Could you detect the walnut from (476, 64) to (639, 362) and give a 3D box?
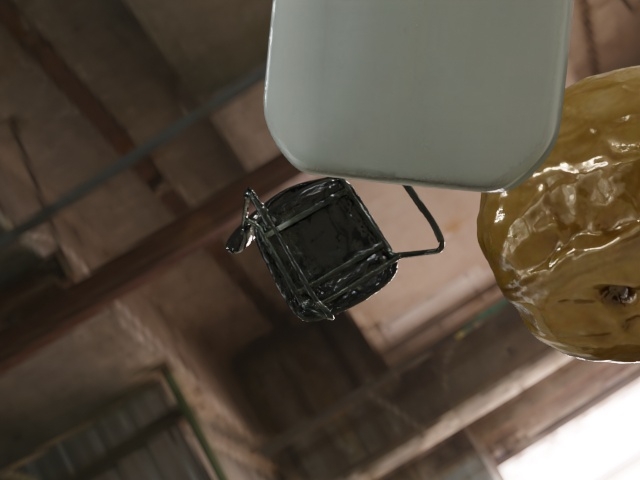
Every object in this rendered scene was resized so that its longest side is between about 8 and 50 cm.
[{"bbox_3d":[0.215,-0.019,1.026,0.222,0.195,0.195,-20,-13,39],"label":"walnut"}]

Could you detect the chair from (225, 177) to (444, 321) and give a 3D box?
[{"bbox_3d":[0.000,0.000,1.501,0.140,0.145,0.221,-30,-3,-18],"label":"chair"}]

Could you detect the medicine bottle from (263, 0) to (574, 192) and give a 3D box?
[{"bbox_3d":[0.043,-0.113,0.620,0.119,0.183,0.069,6,4,13],"label":"medicine bottle"}]
